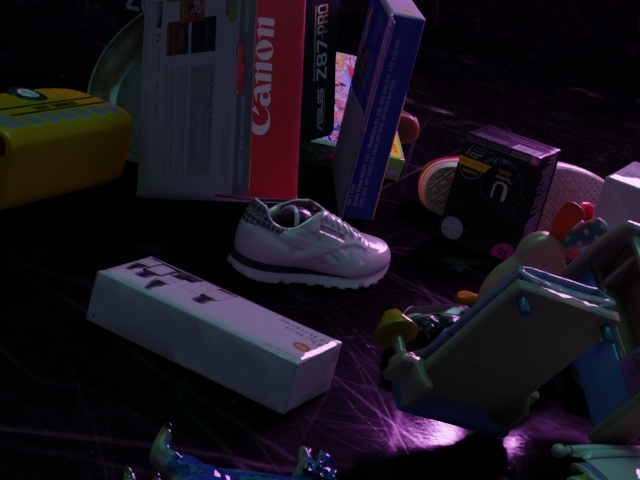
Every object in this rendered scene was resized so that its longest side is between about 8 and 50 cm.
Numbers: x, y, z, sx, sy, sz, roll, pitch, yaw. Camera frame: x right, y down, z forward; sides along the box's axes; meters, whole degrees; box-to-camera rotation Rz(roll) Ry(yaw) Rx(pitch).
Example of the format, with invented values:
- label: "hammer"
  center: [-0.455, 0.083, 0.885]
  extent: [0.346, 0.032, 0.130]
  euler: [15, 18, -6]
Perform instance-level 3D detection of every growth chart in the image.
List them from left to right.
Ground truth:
- label: "growth chart"
  center: [0.320, 0.251, 1.302]
  extent: [0.172, 0.021, 0.237]
  euler: [7, 20, -23]

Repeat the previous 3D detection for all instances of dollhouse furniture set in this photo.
- label: "dollhouse furniture set"
  center: [0.237, 0.038, 1.347]
  extent: [0.303, 0.286, 0.198]
  euler: [16, 44, -29]

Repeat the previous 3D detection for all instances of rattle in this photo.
- label: "rattle"
  center: [0.248, 0.026, 1.624]
  extent: [0.130, 0.199, 0.143]
  euler: [14, 18, -4]

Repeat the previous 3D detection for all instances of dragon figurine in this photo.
- label: "dragon figurine"
  center: [-0.074, 0.211, 0.988]
  extent: [0.144, 0.085, 0.289]
  euler: [18, 17, 8]

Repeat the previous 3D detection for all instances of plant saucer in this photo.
- label: "plant saucer"
  center: [-0.189, -0.229, 1.989]
  extent: [0.310, 0.310, 0.050]
  euler: [26, -17, 31]

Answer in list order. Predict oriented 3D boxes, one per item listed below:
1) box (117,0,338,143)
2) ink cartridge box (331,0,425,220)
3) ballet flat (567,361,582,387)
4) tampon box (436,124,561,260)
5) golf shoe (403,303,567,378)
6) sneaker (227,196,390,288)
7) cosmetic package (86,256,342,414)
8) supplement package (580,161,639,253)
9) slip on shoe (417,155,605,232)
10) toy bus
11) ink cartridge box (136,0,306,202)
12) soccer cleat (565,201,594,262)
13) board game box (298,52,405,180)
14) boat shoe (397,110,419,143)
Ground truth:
- label: "box"
  center: [-0.150, -0.345, 2.125]
  extent: [0.395, 0.318, 0.097]
  euler: [18, 24, 35]
- label: "ink cartridge box"
  center: [0.082, -0.193, 1.979]
  extent: [0.072, 0.303, 0.307]
  euler: [12, 19, -8]
- label: "ballet flat"
  center: [0.370, 0.153, 1.577]
  extent: [0.188, 0.070, 0.070]
  euler: [15, 18, -14]
- label: "tampon box"
  center: [0.258, -0.069, 1.982]
  extent: [0.120, 0.161, 0.101]
  euler: [22, 19, 22]
- label: "golf shoe"
  center: [0.183, 0.104, 1.541]
  extent: [0.198, 0.077, 0.094]
  euler: [13, 18, -12]
- label: "sneaker"
  center: [0.000, 0.000, 1.673]
  extent: [0.235, 0.095, 0.090]
  euler: [2, 21, -40]
- label: "cosmetic package"
  center: [-0.107, 0.089, 1.370]
  extent: [0.239, 0.060, 0.099]
  euler: [23, 20, 22]
- label: "supplement package"
  center: [0.473, 0.044, 1.749]
  extent: [0.262, 0.204, 0.145]
  euler: [23, 20, 21]
- label: "slip on shoe"
  center: [0.305, -0.075, 2.126]
  extent: [0.331, 0.123, 0.101]
  euler: [6, 15, -12]
- label: "toy bus"
  center: [-0.376, -0.112, 1.678]
  extent: [0.130, 0.108, 0.333]
  euler: [23, 19, 19]
- label: "ink cartridge box"
  center: [-0.108, -0.202, 1.722]
  extent: [0.130, 0.309, 0.272]
  euler: [2, 2, -36]
- label: "soccer cleat"
  center: [0.447, 0.031, 1.947]
  extent: [0.083, 0.095, 0.248]
  euler: [-3, 25, -45]
- label: "board game box"
  center: [0.014, -0.225, 2.296]
  extent: [0.213, 0.046, 0.317]
  euler: [9, 35, -15]
- label: "boat shoe"
  center: [0.076, -0.223, 2.449]
  extent: [0.207, 0.073, 0.073]
  euler: [21, 15, -7]
